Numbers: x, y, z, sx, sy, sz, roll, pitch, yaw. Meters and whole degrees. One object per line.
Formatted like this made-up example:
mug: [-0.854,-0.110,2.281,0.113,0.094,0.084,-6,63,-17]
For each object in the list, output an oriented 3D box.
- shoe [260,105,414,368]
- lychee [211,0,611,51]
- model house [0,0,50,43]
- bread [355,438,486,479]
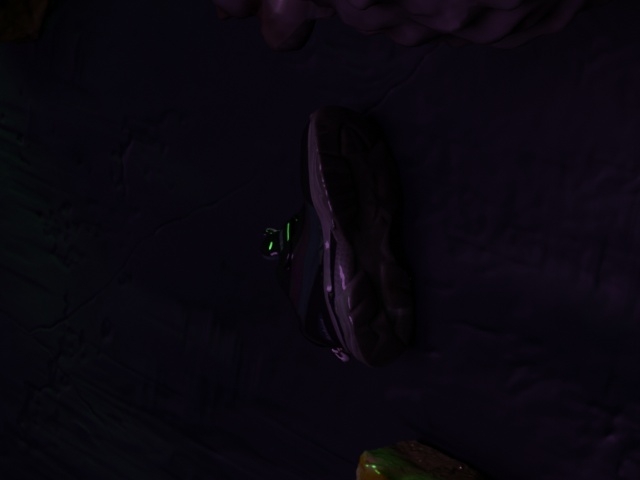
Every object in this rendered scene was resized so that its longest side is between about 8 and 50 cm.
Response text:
shoe: [0.000,0.000,0.874,0.099,0.071,0.169,-6,96,45]
lychee: [0.043,-0.280,0.592,0.380,0.380,0.432,43,121,29]
model house: [-0.324,-0.256,1.011,0.193,0.234,0.175,53,127,20]
bread: [0.075,0.234,0.841,0.125,0.068,0.188,19,109,38]
